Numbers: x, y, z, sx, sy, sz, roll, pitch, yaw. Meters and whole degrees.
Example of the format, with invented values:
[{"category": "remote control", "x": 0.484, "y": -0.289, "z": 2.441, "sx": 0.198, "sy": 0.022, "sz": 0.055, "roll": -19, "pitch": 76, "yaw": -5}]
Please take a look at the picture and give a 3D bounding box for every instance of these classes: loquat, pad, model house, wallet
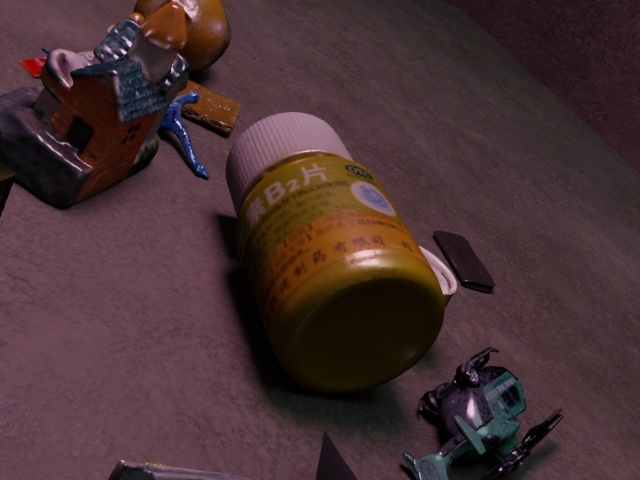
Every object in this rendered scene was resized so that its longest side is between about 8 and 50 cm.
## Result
[{"category": "loquat", "x": -0.259, "y": -0.406, "z": 1.684, "sx": 0.179, "sy": 0.179, "sz": 0.227, "roll": 31, "pitch": 9, "yaw": 0}, {"category": "pad", "x": 0.021, "y": 0.296, "z": 0.910, "sx": 0.116, "sy": 0.004, "sz": 0.193, "roll": 58, "pitch": 21, "yaw": -19}, {"category": "model house", "x": -0.296, "y": -0.228, "z": 1.229, "sx": 0.190, "sy": 0.301, "sz": 0.271, "roll": 41, "pitch": 27, "yaw": 3}, {"category": "wallet", "x": 0.267, "y": 0.037, "z": 1.654, "sx": 0.082, "sy": 0.018, "sz": 0.157, "roll": 14, "pitch": 31, "yaw": -30}]

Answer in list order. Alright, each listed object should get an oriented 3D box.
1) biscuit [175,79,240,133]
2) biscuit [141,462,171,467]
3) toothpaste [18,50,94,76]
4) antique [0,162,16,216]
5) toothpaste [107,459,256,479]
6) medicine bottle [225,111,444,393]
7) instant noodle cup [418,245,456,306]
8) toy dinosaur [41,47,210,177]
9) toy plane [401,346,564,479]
[{"category": "biscuit", "x": -0.258, "y": -0.267, "z": 1.615, "sx": 0.231, "sy": 0.025, "sz": 0.131, "roll": 25, "pitch": 27, "yaw": -10}, {"category": "biscuit", "x": -0.155, "y": 0.250, "z": 0.848, "sx": 0.084, "sy": 0.023, "sz": 0.084, "roll": 24, "pitch": 29, "yaw": -15}, {"category": "toothpaste", "x": -0.413, "y": -0.301, "z": 1.500, "sx": 0.048, "sy": 0.031, "sz": 0.190, "roll": 43, "pitch": 37, "yaw": 20}, {"category": "antique", "x": -0.477, "y": -0.097, "z": 1.043, "sx": 0.221, "sy": 0.080, "sz": 0.081, "roll": 33, "pitch": 26, "yaw": 6}, {"category": "toothpaste", "x": -0.097, "y": 0.259, "z": 0.809, "sx": 0.068, "sy": 0.099, "sz": 0.282, "roll": 0, "pitch": -16, "yaw": 43}, {"category": "medicine bottle", "x": 0.000, "y": 0.000, "z": 1.211, "sx": 0.224, "sy": 0.224, "sz": 0.384, "roll": 15, "pitch": 31, "yaw": -30}, {"category": "instant noodle cup", "x": 0.119, "y": 0.082, "z": 1.311, "sx": 0.151, "sy": 0.122, "sz": 0.151, "roll": 24, "pitch": 30, "yaw": -15}, {"category": "toy dinosaur", "x": -0.292, "y": -0.231, "z": 1.470, "sx": 0.329, "sy": 0.076, "sz": 0.144, "roll": 40, "pitch": 33, "yaw": -7}, {"category": "toy plane", "x": 0.203, "y": 0.245, "z": 1.157, "sx": 0.155, "sy": 0.106, "sz": 0.381, "roll": 52, "pitch": 26, "yaw": 14}]
